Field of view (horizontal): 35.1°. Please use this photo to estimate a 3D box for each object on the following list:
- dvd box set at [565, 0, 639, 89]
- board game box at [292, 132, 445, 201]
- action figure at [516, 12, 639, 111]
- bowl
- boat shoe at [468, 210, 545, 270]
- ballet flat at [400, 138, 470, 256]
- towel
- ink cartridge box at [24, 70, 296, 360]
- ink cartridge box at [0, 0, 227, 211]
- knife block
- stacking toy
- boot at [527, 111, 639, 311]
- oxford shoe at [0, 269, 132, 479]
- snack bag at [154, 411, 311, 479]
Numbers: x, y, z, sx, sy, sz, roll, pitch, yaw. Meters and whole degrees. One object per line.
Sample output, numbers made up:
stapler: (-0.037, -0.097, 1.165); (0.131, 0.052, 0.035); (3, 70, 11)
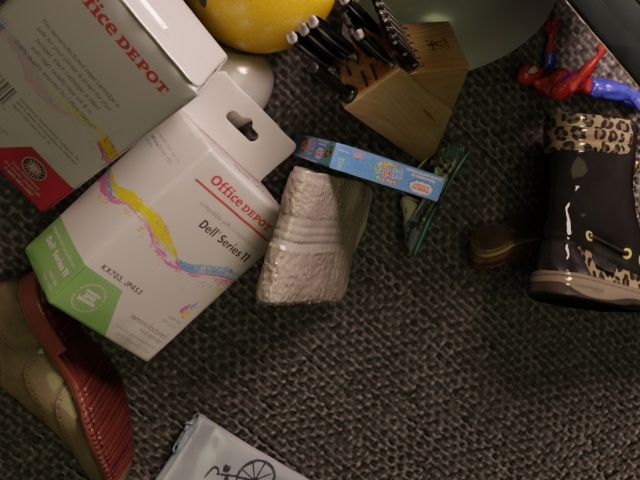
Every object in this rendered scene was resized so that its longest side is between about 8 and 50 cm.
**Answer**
dvd box set: (0.310, -0.358, 1.253); (0.062, 0.420, 0.307); (-39, 112, 22)
board game box: (0.060, -0.105, 1.409); (0.160, 0.211, 0.039); (16, 96, -17)
action figure: (0.434, -0.270, 1.551); (0.280, 0.091, 0.139); (3, 105, -17)
bowl: (0.163, -0.358, 1.393); (0.297, 0.298, 0.134); (-4, 66, -15)
boat shoe: (0.308, 0.002, 1.583); (0.177, 0.064, 0.060); (-16, 137, -21)
ballet flat: (0.157, -0.069, 1.530); (0.070, 0.070, 0.188); (28, 90, -18)
towel: (0.000, 0.000, 1.397); (0.049, 0.282, 0.187); (18, 95, 20)
ink cartridge box: (-0.183, -0.028, 1.337); (0.353, 0.119, 0.207); (-43, 137, 5)
ink cartridge box: (-0.305, -0.211, 1.259); (0.306, 0.131, 0.226); (-31, 109, 27)
knife block: (0.064, -0.210, 1.364); (0.242, 0.276, 0.088); (-8, 59, -16)
stacking toy: (-0.070, -0.366, 1.313); (0.350, 0.351, 0.480); (9, 112, -17)
boot: (0.461, -0.032, 1.563); (0.377, 0.138, 0.284); (7, 82, -37)
oxford shoe: (-0.367, 0.203, 1.415); (0.130, 0.123, 0.348); (-15, 106, 14)
snack bag: (-0.146, 0.473, 1.545); (0.342, 0.037, 0.323); (34, 89, -19)
